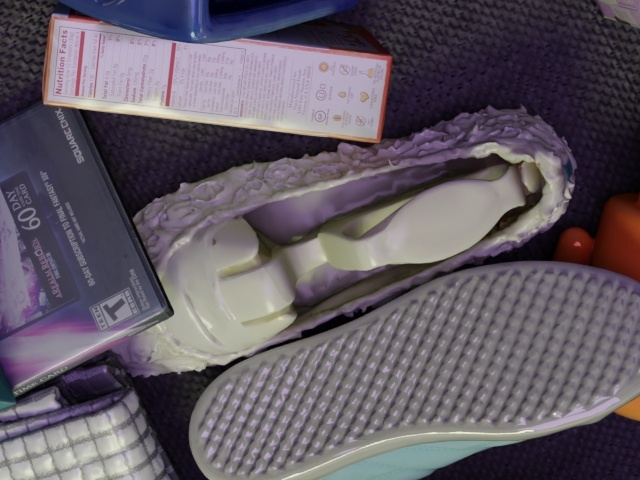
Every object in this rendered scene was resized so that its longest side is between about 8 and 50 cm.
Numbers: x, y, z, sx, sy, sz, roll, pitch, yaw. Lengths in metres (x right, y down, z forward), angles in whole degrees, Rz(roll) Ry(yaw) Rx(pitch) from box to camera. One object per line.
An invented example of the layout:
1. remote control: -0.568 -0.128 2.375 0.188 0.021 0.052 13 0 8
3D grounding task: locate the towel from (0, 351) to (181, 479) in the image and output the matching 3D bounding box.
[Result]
1. towel: -0.227 0.230 1.209 0.283 0.121 0.235 -20 104 10

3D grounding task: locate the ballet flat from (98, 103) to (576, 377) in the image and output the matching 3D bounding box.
1. ballet flat: 0.000 0.000 1.177 0.409 0.147 0.147 -22 106 1

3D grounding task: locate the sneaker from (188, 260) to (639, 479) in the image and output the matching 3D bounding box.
1. sneaker: 0.089 0.112 1.205 0.366 0.150 0.135 -13 71 13

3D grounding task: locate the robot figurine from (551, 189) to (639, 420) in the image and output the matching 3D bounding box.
1. robot figurine: 0.264 0.045 1.220 0.158 0.128 0.219 7 103 -18

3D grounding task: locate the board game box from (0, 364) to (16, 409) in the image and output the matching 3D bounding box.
1. board game box: -0.394 0.005 1.098 0.253 0.079 0.336 -23 81 0

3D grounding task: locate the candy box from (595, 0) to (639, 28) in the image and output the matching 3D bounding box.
1. candy box: 0.291 -0.229 1.129 0.196 0.165 0.070 -30 104 3

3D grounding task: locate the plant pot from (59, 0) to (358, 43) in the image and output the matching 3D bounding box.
1. plant pot: -0.108 -0.262 1.034 0.212 0.236 0.236 8 106 25

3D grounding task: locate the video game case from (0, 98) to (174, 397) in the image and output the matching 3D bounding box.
1. video game case: -0.267 0.032 1.158 0.274 0.026 0.196 -27 70 1

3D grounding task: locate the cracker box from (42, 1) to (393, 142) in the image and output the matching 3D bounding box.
1. cracker box: -0.075 -0.126 1.123 0.232 0.156 0.067 7 104 -7
